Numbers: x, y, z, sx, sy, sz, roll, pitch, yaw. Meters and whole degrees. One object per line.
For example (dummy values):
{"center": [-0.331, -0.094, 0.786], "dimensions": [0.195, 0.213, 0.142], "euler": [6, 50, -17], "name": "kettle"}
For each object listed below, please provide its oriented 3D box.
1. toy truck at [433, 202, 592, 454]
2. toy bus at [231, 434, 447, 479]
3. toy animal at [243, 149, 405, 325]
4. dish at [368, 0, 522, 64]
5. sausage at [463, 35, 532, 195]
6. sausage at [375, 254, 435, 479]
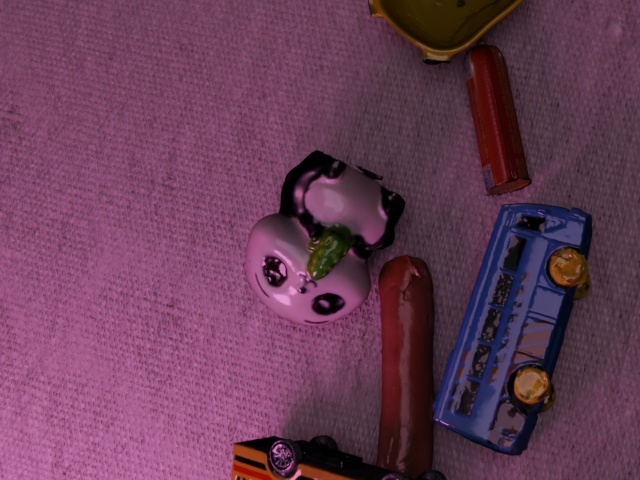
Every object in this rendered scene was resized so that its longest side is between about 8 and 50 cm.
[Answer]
{"center": [0.302, 0.128, 1.878], "dimensions": [0.162, 0.161, 0.385], "euler": [17, 84, 18], "name": "toy truck"}
{"center": [0.025, 0.369, 1.845], "dimensions": [0.336, 0.121, 0.123], "euler": [10, 92, 35], "name": "toy bus"}
{"center": [0.002, 0.002, 1.928], "dimensions": [0.213, 0.212, 0.266], "euler": [26, 84, 14], "name": "toy animal"}
{"center": [0.216, -0.406, 2.016], "dimensions": [0.221, 0.108, 0.262], "euler": [41, 87, 14], "name": "dish"}
{"center": [0.278, -0.207, 1.984], "dimensions": [0.083, 0.083, 0.264], "euler": [-11, 77, 8], "name": "sausage"}
{"center": [0.131, 0.232, 1.925], "dimensions": [0.094, 0.094, 0.418], "euler": [-9, 74, 50], "name": "sausage"}
